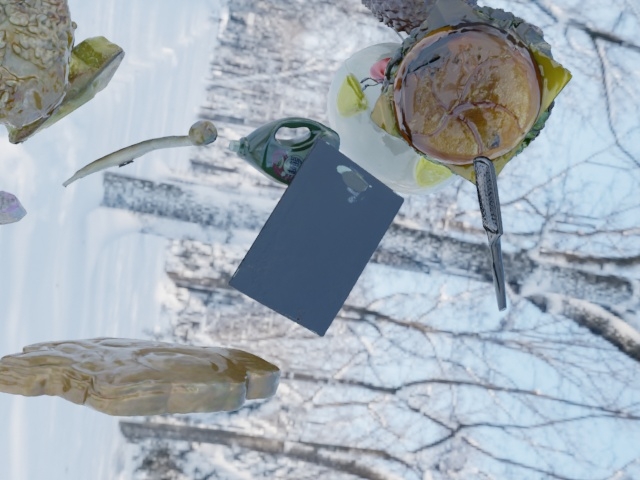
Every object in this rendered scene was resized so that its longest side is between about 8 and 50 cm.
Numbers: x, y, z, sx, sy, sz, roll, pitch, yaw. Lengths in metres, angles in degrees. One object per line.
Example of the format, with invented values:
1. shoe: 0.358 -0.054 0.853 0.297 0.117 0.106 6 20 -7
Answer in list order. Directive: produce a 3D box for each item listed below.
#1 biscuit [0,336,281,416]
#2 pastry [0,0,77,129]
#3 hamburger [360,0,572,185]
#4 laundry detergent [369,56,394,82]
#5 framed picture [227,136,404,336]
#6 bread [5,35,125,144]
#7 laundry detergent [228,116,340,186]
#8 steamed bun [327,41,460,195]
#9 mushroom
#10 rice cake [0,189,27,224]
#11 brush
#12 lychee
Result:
1. biscuit: -0.222 0.155 1.008 0.269 0.376 0.051 9 -87 50
2. pastry: -0.470 -0.302 1.120 0.311 0.255 0.162 59 -19 23
3. hamburger: 0.197 -0.211 1.120 0.243 0.262 0.138 -54 -169 27
4. laundry detergent: 0.156 -0.275 1.399 0.165 0.097 0.049 39 -46 55
5. framed picture: 0.000 0.000 1.566 0.323 0.244 0.013 -59 -148 -3
6. bread: -0.419 -0.251 1.330 0.233 0.088 0.161 -38 -158 -6
7. laundry detergent: -0.071 -0.173 1.556 0.063 0.211 0.137 49 -55 56
8. steamed bun: 0.189 -0.277 1.867 0.334 0.374 0.334 -50 179 -1
9. mushroom: -0.275 -0.134 1.251 0.068 0.306 0.043 -13 91 -57
10. rice cake: -0.791 -0.051 1.609 0.070 0.399 0.064 117 -36 -69
11. brush: 0.206 -0.005 0.975 0.063 0.016 0.193 -123 -159 -78
12. lychee: 0.187 -0.539 1.679 0.271 0.271 0.271 -171 -90 -80
